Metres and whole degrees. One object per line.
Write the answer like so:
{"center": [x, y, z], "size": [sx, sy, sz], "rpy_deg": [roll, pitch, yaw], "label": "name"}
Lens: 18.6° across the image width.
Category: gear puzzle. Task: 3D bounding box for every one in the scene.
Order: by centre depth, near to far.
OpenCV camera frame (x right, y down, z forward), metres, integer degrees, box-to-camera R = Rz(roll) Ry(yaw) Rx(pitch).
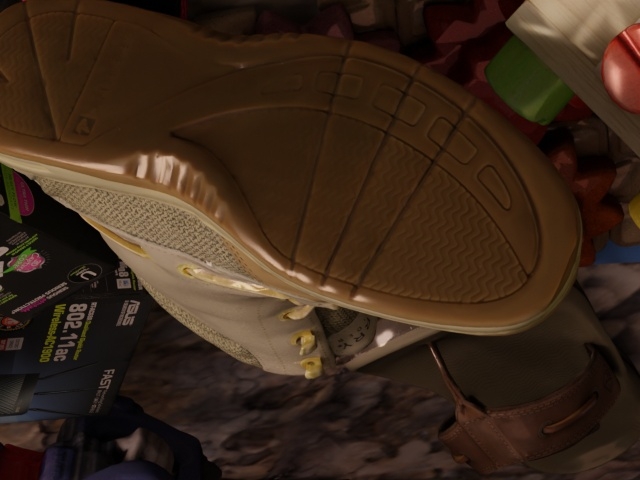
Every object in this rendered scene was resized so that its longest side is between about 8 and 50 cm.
{"center": [0.124, -0.040, 0.770], "size": [0.338, 0.044, 0.175], "rpy_deg": [-10, 135, -1], "label": "gear puzzle"}

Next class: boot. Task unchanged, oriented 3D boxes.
{"center": [0.000, 0.000, 0.648], "size": [0.213, 0.077, 0.165], "rpy_deg": [18, 163, 26], "label": "boot"}

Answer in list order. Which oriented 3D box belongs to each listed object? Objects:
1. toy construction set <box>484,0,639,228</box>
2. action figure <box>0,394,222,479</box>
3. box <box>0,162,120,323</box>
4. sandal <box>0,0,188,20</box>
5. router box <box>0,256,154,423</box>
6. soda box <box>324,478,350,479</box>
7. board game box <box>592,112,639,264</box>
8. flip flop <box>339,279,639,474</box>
{"center": [0.128, -0.041, 0.591], "size": [0.151, 0.328, 0.215], "rpy_deg": [-32, 175, 23], "label": "toy construction set"}
{"center": [-0.080, 0.213, 0.843], "size": [0.330, 0.341, 0.178], "rpy_deg": [33, 101, -3], "label": "action figure"}
{"center": [-0.126, -0.015, 0.747], "size": [0.052, 0.062, 0.083], "rpy_deg": [-28, 148, 22], "label": "box"}
{"center": [-0.074, -0.085, 0.667], "size": [0.067, 0.040, 0.179], "rpy_deg": [-5, 150, -16], "label": "sandal"}
{"center": [-0.130, 0.039, 0.868], "size": [0.092, 0.038, 0.122], "rpy_deg": [-4, 150, -19], "label": "router box"}
{"center": [-0.051, 0.241, 1.207], "size": [0.083, 0.092, 0.263], "rpy_deg": [0, 149, -22], "label": "soda box"}
{"center": [0.103, -0.047, 0.815], "size": [0.168, 0.033, 0.133], "rpy_deg": [-4, 134, -8], "label": "board game box"}
{"center": [0.104, 0.084, 1.005], "size": [0.112, 0.080, 0.277], "rpy_deg": [-23, 150, 17], "label": "flip flop"}
